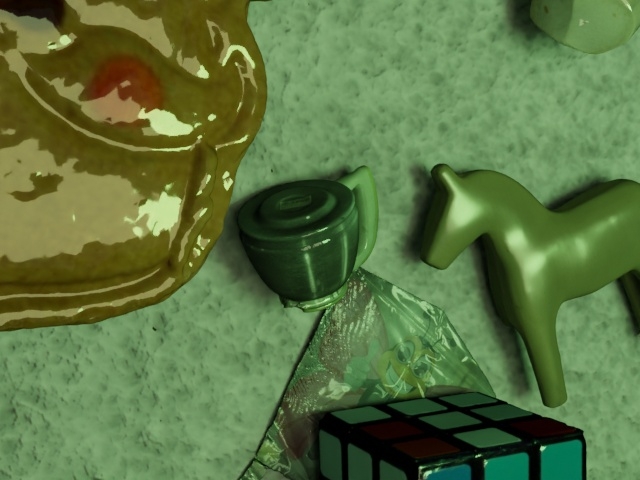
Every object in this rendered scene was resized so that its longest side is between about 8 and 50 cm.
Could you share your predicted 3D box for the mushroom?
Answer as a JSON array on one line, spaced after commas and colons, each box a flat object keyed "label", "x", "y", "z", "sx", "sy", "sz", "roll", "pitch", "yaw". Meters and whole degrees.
[{"label": "mushroom", "x": 0.258, "y": -0.241, "z": 0.928, "sx": 0.212, "sy": 0.097, "sz": 0.088, "roll": -46, "pitch": 120, "yaw": -18}]

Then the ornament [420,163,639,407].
[{"label": "ornament", "x": 0.201, "y": 0.019, "z": 0.958, "sx": 0.230, "sy": 0.061, "sz": 0.244, "roll": -24, "pitch": 107, "yaw": -17}]

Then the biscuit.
[{"label": "biscuit", "x": -0.196, "y": -0.142, "z": 0.718, "sx": 0.350, "sy": 0.078, "sz": 0.455, "roll": 21, "pitch": 80, "yaw": -13}]

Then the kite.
[{"label": "kite", "x": 0.001, "y": 0.202, "z": 0.915, "sx": 0.204, "sy": 0.022, "sz": 0.360, "roll": 44, "pitch": 75, "yaw": -23}]

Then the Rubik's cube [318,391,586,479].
[{"label": "Rubik's cube", "x": 0.101, "y": 0.219, "z": 0.870, "sx": 0.162, "sy": 0.163, "sz": 0.160, "roll": -5, "pitch": 97, "yaw": -25}]

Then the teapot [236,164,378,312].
[{"label": "teapot", "x": 0.002, "y": 0.004, "z": 0.854, "sx": 0.124, "sy": 0.092, "sz": 0.090, "roll": -19, "pitch": 121, "yaw": -14}]
